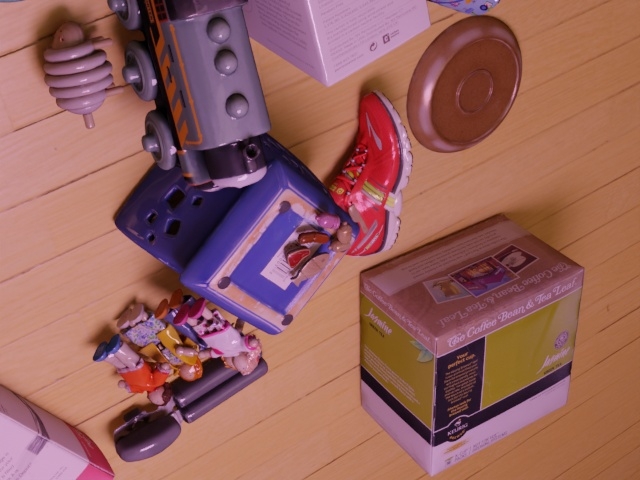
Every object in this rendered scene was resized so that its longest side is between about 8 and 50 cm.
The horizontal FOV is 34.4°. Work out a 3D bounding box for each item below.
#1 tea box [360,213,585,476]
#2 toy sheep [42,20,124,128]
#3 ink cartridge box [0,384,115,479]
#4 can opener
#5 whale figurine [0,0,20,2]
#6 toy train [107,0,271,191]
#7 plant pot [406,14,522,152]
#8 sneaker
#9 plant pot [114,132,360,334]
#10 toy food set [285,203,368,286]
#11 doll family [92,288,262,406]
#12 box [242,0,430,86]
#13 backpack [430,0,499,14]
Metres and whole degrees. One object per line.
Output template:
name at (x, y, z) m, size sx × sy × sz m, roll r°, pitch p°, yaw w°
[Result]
tea box at (0.262, 0.179, 1.827) m, size 0.329 × 0.220 × 0.324 m, roll -21°, pitch 129°, yaw -27°
toy sheep at (-0.290, -0.199, 1.248) m, size 0.091 × 0.091 × 0.132 m, roll -21°, pitch 111°, yaw -26°
ink cartridge box at (-0.460, 0.321, 1.432) m, size 0.207 × 0.117 × 0.283 m, roll -46°, pitch 136°, yaw -3°
can opener at (-0.199, 0.259, 1.621) m, size 0.280 × 0.093 × 0.074 m, roll -34°, pitch 133°, yaw -22°
whale figurine at (-0.372, -0.335, 1.053) m, size 0.272 × 0.141 × 0.216 m, roll 1°, pitch 117°, yaw -40°
toy train at (-0.150, -0.216, 1.228) m, size 0.142 × 0.190 × 0.334 m, roll -19°, pitch 105°, yaw -26°
plant pot at (0.242, -0.244, 1.668) m, size 0.236 × 0.032 × 0.236 m, roll -20°, pitch 128°, yaw -28°
sneaker at (0.066, -0.091, 1.586) m, size 0.118 × 0.107 × 0.279 m, roll -10°, pitch 122°, yaw -22°
plant pot at (-0.099, -0.019, 1.424) m, size 0.236 × 0.212 × 0.236 m, roll -51°, pitch 135°, yaw 2°
toy food set at (0.000, 0.000, 1.350) m, size 0.122 × 0.019 × 0.078 m, roll -35°, pitch 134°, yaw -4°
doll family at (-0.186, 0.146, 1.498) m, size 0.263 × 0.118 × 0.163 m, roll -23°, pitch 126°, yaw 30°
box at (-0.021, -0.397, 1.235) m, size 0.168 × 0.215 × 0.345 m, roll -32°, pitch 133°, yaw -17°
backpack at (0.183, -0.396, 1.422) m, size 0.116 × 0.173 × 0.158 m, roll 3°, pitch 116°, yaw -39°
